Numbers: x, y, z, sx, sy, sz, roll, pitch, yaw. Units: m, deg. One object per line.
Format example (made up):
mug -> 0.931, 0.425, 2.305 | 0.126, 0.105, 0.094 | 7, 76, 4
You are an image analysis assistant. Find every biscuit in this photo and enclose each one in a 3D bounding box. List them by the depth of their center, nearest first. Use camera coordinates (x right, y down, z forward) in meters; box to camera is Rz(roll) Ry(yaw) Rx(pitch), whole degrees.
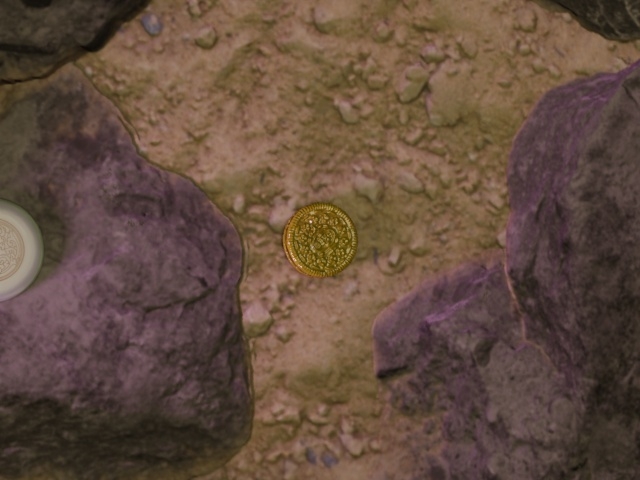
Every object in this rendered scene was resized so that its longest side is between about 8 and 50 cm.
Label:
biscuit -> 0.000, 0.000, 1.837 | 0.084, 0.023, 0.084 | 2, 84, -21

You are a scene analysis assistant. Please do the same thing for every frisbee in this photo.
frisbee -> -0.339, 0.009, 1.720 | 0.110, 0.014, 0.110 | 2, 85, -19
